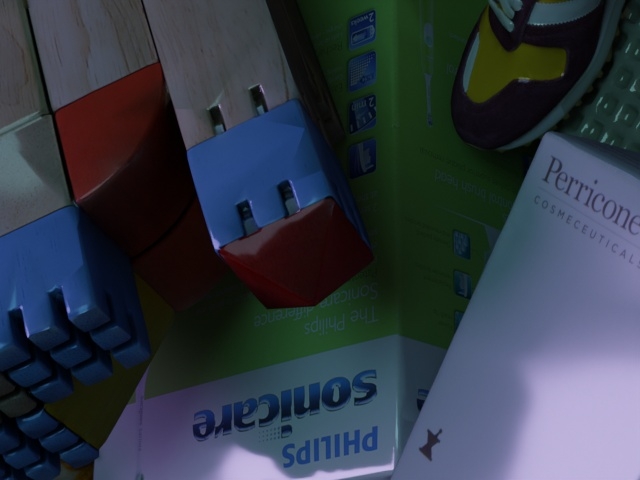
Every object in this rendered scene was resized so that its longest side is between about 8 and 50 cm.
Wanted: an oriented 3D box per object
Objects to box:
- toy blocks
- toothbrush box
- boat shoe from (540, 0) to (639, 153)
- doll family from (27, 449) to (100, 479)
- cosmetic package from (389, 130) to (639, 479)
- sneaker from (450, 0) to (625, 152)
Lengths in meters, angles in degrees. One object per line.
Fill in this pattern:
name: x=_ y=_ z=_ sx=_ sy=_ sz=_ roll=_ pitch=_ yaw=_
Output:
toy blocks: x=-0.137 y=-0.020 z=0.654 sx=0.381 sy=0.191 sz=0.261 roll=-24 pitch=55 yaw=8
toothbrush box: x=0.000 y=0.000 z=0.752 sx=0.206 sy=0.122 sz=0.283 roll=-19 pitch=61 yaw=41
boat shoe: x=0.201 y=-0.060 z=0.668 sx=0.187 sy=0.156 sz=0.500 roll=-23 pitch=61 yaw=45
doll family: x=-0.173 y=0.138 z=0.806 sx=0.163 sy=0.263 sz=0.118 roll=-6 pitch=44 yaw=24
cosmetic package: x=0.096 y=0.088 z=0.558 sx=0.117 sy=0.085 sz=0.231 roll=37 pitch=110 yaw=51
sneaker: x=0.094 y=-0.124 z=0.631 sx=0.185 sy=0.084 sz=0.069 roll=-58 pitch=40 yaw=17
